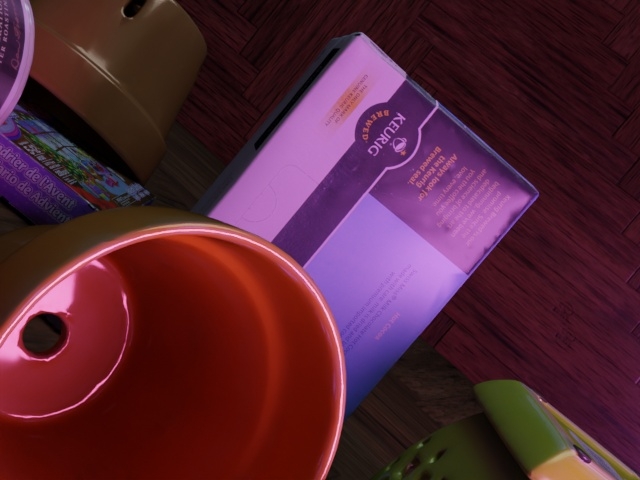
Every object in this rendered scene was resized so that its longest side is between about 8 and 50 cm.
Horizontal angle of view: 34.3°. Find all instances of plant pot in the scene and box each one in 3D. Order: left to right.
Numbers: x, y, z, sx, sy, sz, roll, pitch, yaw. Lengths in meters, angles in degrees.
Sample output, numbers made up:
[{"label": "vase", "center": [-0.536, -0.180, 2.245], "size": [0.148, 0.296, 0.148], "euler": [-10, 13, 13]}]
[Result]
[{"label": "plant pot", "center": [-0.121, 0.072, 0.566], "size": [0.205, 0.205, 0.188], "euler": [36, -9, -35]}, {"label": "plant pot", "center": [-0.287, -0.235, 1.366], "size": [0.291, 0.203, 0.291], "euler": [35, -14, 10]}, {"label": "plant pot", "center": [0.169, 0.256, 0.848], "size": [0.227, 0.207, 0.228], "euler": [39, 7, -10]}]

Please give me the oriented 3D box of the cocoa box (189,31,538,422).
[{"label": "cocoa box", "center": [0.000, 0.000, 1.033], "size": [0.228, 0.347, 0.231], "euler": [39, 5, -10]}]

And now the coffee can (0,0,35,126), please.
[{"label": "coffee can", "center": [-0.376, -0.181, 0.766], "size": [0.201, 0.201, 0.275], "euler": [42, 6, 21]}]

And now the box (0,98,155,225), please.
[{"label": "box", "center": [-0.300, -0.078, 1.176], "size": [0.201, 0.057, 0.293], "euler": [38, 5, -5]}]

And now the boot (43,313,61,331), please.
[{"label": "boot", "center": [-0.143, 0.040, 0.864], "size": [0.198, 0.137, 0.077], "euler": [40, 5, 7]}]
